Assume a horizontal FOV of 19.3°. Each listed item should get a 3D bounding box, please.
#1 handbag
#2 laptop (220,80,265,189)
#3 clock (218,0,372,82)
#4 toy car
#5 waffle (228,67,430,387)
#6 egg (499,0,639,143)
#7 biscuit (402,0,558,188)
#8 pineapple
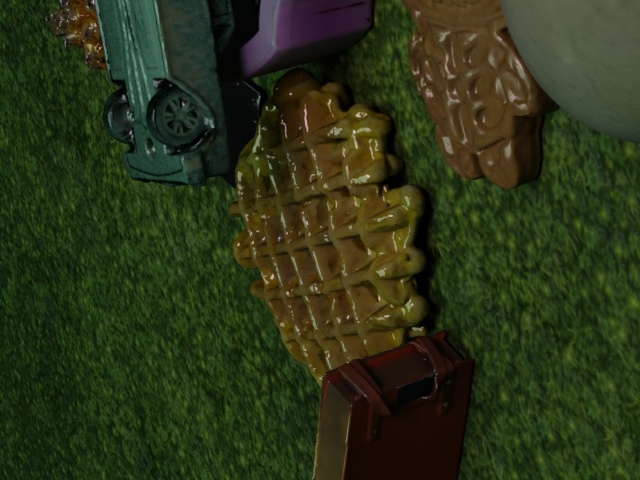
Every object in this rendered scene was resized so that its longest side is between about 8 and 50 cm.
[{"bbox_3d":[0.059,0.174,1.598,0.063,0.127,0.190,47,144,41],"label":"handbag"},{"bbox_3d":[-0.100,-0.121,1.872,0.180,0.016,0.129,39,139,48],"label":"laptop"},{"bbox_3d":[-0.059,-0.306,1.584,0.338,0.102,0.338,39,137,49],"label":"clock"},{"bbox_3d":[-0.135,-0.205,1.561,0.141,0.097,0.321,7,109,61],"label":"toy car"},{"bbox_3d":[0.002,-0.008,1.683,0.329,0.062,0.329,43,142,48],"label":"waffle"},{"bbox_3d":[0.198,-0.163,1.020,0.218,0.218,0.295,64,161,20],"label":"egg"},{"bbox_3d":[0.107,-0.179,1.396,0.202,0.044,0.289,27,126,56],"label":"biscuit"},{"bbox_3d":[-0.204,-0.223,1.803,0.161,0.137,0.176,45,-143,-61],"label":"pineapple"}]
